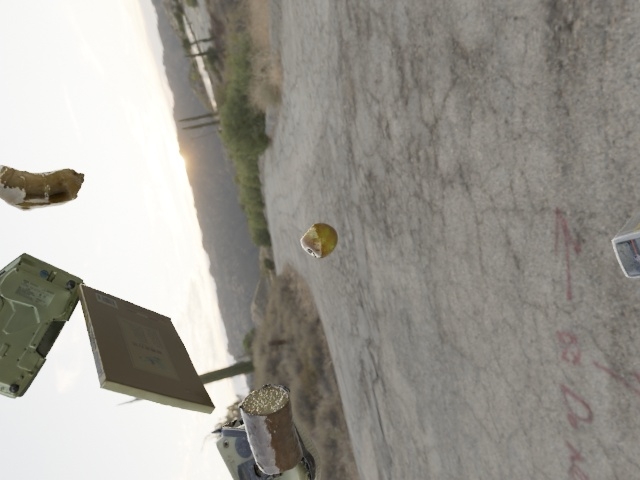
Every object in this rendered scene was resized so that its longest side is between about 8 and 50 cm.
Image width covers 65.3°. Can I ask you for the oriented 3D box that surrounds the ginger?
[{"bbox_3d":[-0.584,-0.109,1.024,0.069,0.190,0.095,2,99,63],"label":"ginger"}]

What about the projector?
[{"bbox_3d":[-0.632,0.164,1.021,0.088,0.193,0.270,-12,52,58],"label":"projector"}]

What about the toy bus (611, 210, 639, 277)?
[{"bbox_3d":[0.583,-0.008,0.866,0.106,0.268,0.092,-22,88,41],"label":"toy bus"}]

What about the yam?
[{"bbox_3d":[-0.075,0.299,0.785,0.084,0.084,0.127,-122,20,-71],"label":"yam"}]

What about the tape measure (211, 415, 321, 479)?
[{"bbox_3d":[-0.133,0.521,1.232,0.133,0.231,0.271,4,-136,-55],"label":"tape measure"}]

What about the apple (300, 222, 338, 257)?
[{"bbox_3d":[0.000,0.000,1.515,0.099,0.102,0.114,39,164,-2],"label":"apple"}]

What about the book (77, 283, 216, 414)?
[{"bbox_3d":[-0.334,0.198,0.939,0.217,0.021,0.310,33,-175,-39],"label":"book"}]
